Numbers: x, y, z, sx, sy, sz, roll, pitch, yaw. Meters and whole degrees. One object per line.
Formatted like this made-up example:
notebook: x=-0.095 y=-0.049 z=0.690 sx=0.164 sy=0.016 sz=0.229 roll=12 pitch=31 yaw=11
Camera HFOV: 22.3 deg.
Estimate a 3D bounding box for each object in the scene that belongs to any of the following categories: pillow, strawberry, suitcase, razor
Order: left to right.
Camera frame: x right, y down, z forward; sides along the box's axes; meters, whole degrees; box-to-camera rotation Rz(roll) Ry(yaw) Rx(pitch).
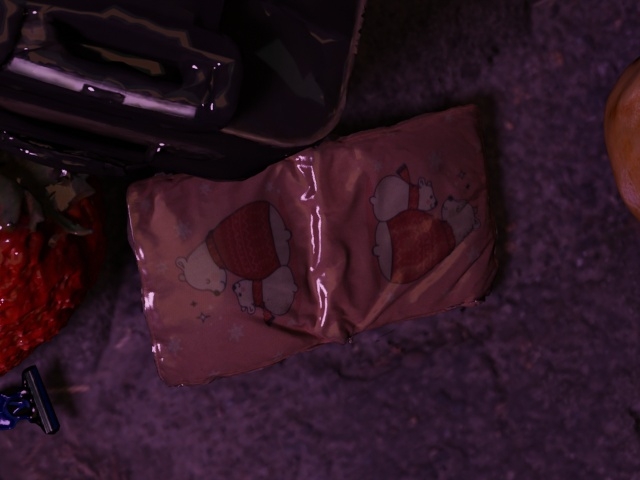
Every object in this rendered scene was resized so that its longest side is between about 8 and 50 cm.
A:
razor: x=-0.232 y=0.123 z=0.951 sx=0.155 sy=0.028 sz=0.044 roll=-25 pitch=106 yaw=-17
strawberry: x=-0.187 y=0.008 z=0.923 sx=0.131 sy=0.148 sz=0.131 roll=14 pitch=47 yaw=-15
suitcase: x=-0.098 y=-0.247 z=0.864 sx=0.283 sy=0.194 sz=0.433 roll=13 pitch=78 yaw=-18
pillow: x=0.000 y=0.000 z=1.012 sx=0.248 sy=0.049 sz=0.135 roll=-15 pitch=100 yaw=-21

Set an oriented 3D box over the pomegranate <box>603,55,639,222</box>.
pomegranate: x=0.267 y=-0.078 z=1.036 sx=0.196 sy=0.196 sz=0.196 roll=-1 pitch=95 yaw=-19
